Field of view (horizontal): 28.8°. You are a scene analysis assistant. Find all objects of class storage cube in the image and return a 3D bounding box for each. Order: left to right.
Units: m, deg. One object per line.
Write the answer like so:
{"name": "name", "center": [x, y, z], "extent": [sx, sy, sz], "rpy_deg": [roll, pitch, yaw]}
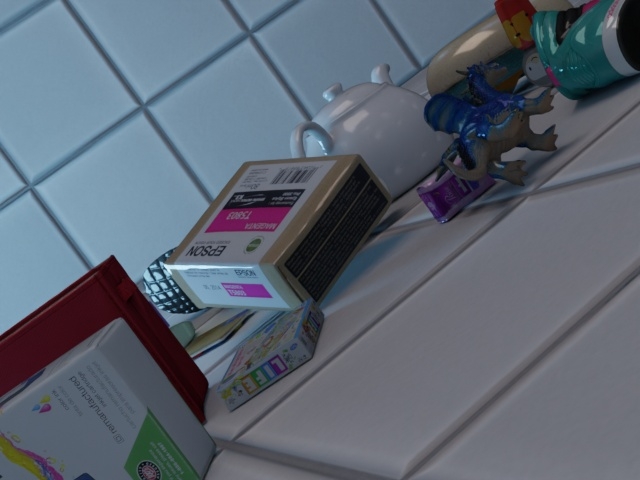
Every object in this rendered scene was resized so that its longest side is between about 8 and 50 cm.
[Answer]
{"name": "storage cube", "center": [-0.253, 0.155, 1.356], "extent": [0.215, 0.193, 0.183], "rpy_deg": [-37, 7, 0]}

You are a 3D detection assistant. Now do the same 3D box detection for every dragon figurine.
{"name": "dragon figurine", "center": [0.163, -0.114, 1.352], "extent": [0.144, 0.085, 0.289], "rpy_deg": [6, 31, 34]}

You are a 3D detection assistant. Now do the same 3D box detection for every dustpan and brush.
{"name": "dustpan and brush", "center": [-0.252, 0.163, 1.815], "extent": [0.147, 0.060, 0.211], "rpy_deg": [-37, 7, -5]}

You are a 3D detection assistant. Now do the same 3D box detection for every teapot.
{"name": "teapot", "center": [0.065, -0.155, 1.900], "extent": [0.252, 0.187, 0.256], "rpy_deg": [-37, 8, -6]}

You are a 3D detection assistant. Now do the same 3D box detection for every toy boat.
{"name": "toy boat", "center": [0.300, -0.286, 1.934], "extent": [0.267, 0.148, 0.318], "rpy_deg": [-31, 0, -2]}

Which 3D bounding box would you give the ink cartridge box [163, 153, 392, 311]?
{"name": "ink cartridge box", "center": [-0.055, -0.010, 1.547], "extent": [0.234, 0.088, 0.193], "rpy_deg": [0, 45, 48]}

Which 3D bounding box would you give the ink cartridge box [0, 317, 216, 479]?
{"name": "ink cartridge box", "center": [-0.226, 0.196, 1.115], "extent": [0.212, 0.154, 0.093], "rpy_deg": [-33, 9, 12]}

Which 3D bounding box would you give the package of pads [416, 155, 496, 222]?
{"name": "package of pads", "center": [0.156, -0.064, 1.427], "extent": [0.083, 0.050, 0.032], "rpy_deg": [-37, 7, -16]}

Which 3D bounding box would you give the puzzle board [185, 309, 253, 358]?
{"name": "puzzle board", "center": [-0.152, 0.137, 1.726], "extent": [0.128, 0.011, 0.096], "rpy_deg": [-30, 8, 37]}

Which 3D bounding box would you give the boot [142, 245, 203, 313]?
{"name": "boot", "center": [-0.124, 0.009, 2.133], "extent": [0.338, 0.118, 0.222], "rpy_deg": [-24, 5, 21]}

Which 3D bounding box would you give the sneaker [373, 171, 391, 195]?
{"name": "sneaker", "center": [0.000, 0.000, 1.689], "extent": [0.235, 0.090, 0.095], "rpy_deg": [-35, -11, 2]}

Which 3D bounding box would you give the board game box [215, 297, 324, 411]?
{"name": "board game box", "center": [-0.050, 0.117, 1.314], "extent": [0.103, 0.026, 0.154], "rpy_deg": [-34, 7, 12]}

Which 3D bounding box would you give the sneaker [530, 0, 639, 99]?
{"name": "sneaker", "center": [0.360, -0.269, 1.562], "extent": [0.178, 0.124, 0.295], "rpy_deg": [-16, 20, 43]}

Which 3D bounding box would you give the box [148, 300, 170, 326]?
{"name": "box", "center": [-0.390, 0.222, 2.014], "extent": [0.293, 0.057, 0.201], "rpy_deg": [-36, 5, 44]}
